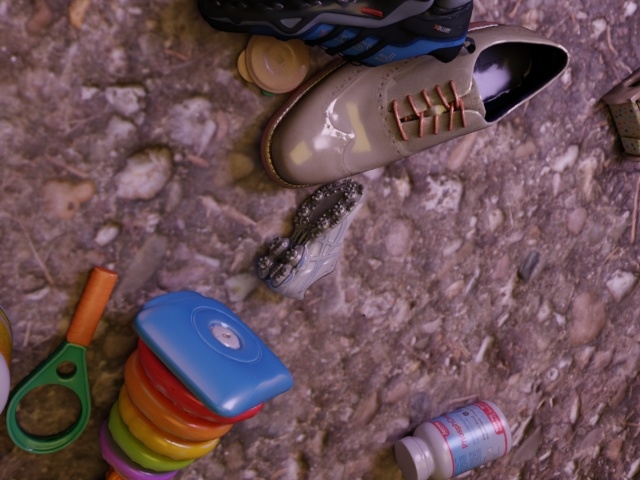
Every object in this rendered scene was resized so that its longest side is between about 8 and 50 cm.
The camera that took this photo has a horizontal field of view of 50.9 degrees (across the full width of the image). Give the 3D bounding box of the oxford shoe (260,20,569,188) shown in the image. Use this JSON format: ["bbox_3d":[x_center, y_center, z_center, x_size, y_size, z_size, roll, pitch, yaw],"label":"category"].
[{"bbox_3d":[0.115,-0.172,0.811,0.397,0.146,0.140,-29,114,-14],"label":"oxford shoe"}]

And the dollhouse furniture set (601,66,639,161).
[{"bbox_3d":[0.528,-0.152,0.988,0.101,0.161,0.182,-37,113,-11],"label":"dollhouse furniture set"}]

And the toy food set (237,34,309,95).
[{"bbox_3d":[-0.052,-0.214,0.799,0.082,0.020,0.083,31,89,-27],"label":"toy food set"}]

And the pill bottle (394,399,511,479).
[{"bbox_3d":[0.195,0.301,0.997,0.160,0.087,0.087,-15,108,-20],"label":"pill bottle"}]

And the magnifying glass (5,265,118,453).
[{"bbox_3d":[-0.291,0.140,0.780,0.092,0.026,0.231,21,93,-26],"label":"magnifying glass"}]

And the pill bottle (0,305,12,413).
[{"bbox_3d":[-0.360,0.125,0.643,0.117,0.208,0.118,-6,105,-22],"label":"pill bottle"}]

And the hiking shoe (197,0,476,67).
[{"bbox_3d":[0.017,-0.237,0.735,0.304,0.113,0.132,3,149,10],"label":"hiking shoe"}]

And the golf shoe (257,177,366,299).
[{"bbox_3d":[0.000,0.000,0.862,0.176,0.069,0.086,-46,136,-4],"label":"golf shoe"}]

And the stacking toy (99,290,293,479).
[{"bbox_3d":[-0.190,0.221,0.790,0.302,0.165,0.175,-54,162,15],"label":"stacking toy"}]
